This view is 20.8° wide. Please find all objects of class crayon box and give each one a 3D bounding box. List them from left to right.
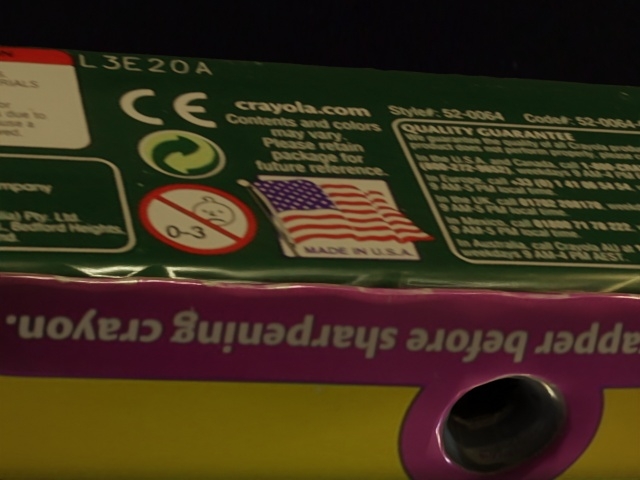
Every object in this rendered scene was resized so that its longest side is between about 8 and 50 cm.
[{"bbox_3d":[0.003,0.111,0.491,0.362,0.106,0.313,2,-55,-18],"label":"crayon box"}]
